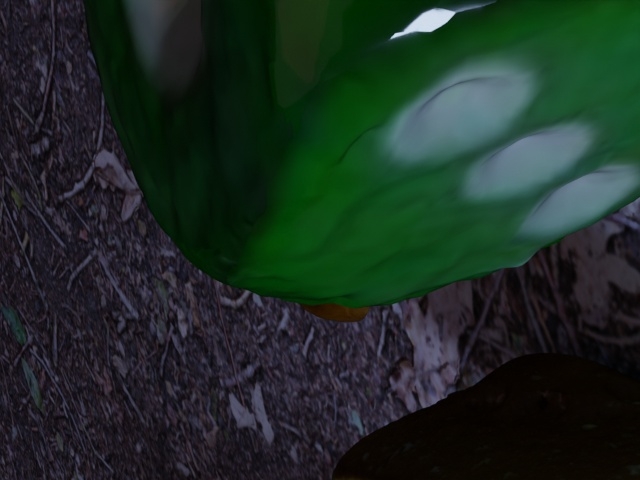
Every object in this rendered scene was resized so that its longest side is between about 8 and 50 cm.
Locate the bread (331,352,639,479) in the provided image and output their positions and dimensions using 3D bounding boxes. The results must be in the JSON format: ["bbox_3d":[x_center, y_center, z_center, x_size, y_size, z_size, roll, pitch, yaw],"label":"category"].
[{"bbox_3d":[0.138,0.150,0.949,0.234,0.184,0.111,11,117,58],"label":"bread"}]

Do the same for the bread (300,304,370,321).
[{"bbox_3d":[0.000,0.000,1.280,0.126,0.044,0.129,49,147,42],"label":"bread"}]

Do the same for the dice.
[{"bbox_3d":[0.050,-0.150,0.831,0.287,0.300,0.297,65,153,24],"label":"dice"}]
